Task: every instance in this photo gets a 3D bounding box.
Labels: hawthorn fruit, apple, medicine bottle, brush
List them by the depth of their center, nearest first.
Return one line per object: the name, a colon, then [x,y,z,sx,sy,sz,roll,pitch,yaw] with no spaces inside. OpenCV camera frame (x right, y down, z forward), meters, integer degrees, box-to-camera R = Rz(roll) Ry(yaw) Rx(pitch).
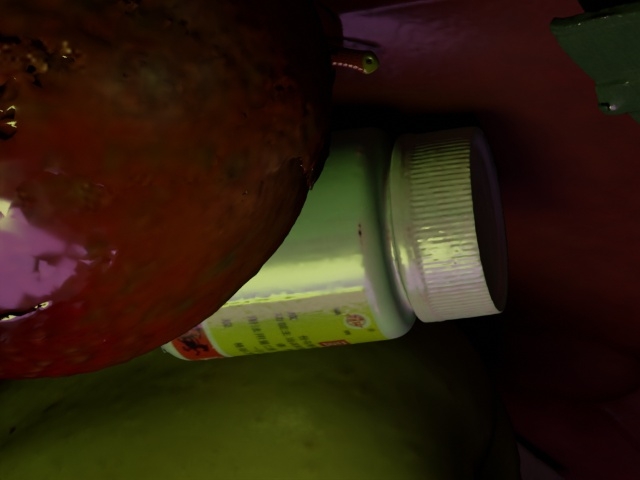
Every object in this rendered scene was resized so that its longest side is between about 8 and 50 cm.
hawthorn fruit: [-0.148,-0.068,0.900,0.316,0.316,0.316,11,155,5]
brush: [-0.005,-0.114,1.059,0.083,0.018,0.021,11,164,5]
medicine bottle: [0.000,0.000,1.124,0.225,0.139,0.139,-8,150,15]
apple: [-0.053,0.243,1.315,0.474,0.473,0.473,11,155,5]

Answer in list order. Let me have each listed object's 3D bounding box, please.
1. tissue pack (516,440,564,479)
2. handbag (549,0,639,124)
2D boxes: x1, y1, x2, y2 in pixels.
tissue pack: [0.074,0.251,1.647,0.270,0.137,0.209,-15,143,39]
handbag: [0.283,-0.082,0.919,0.260,0.079,0.247,-9,146,43]
